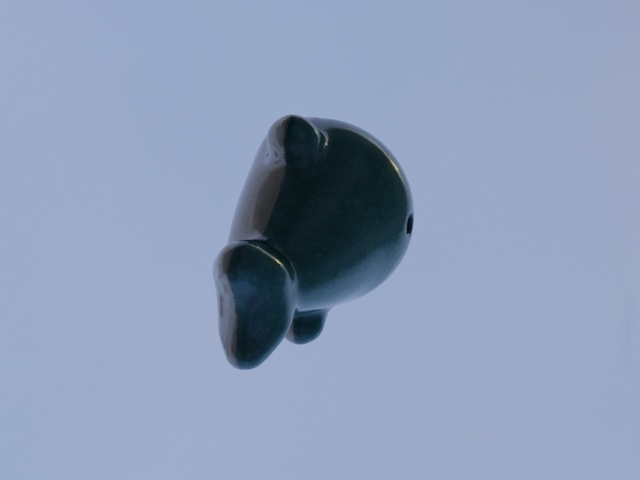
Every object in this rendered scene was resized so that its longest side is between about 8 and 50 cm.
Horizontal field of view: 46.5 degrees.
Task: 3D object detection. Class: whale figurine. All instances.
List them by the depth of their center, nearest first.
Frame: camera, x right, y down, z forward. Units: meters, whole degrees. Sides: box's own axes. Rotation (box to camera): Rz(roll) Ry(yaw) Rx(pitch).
[{"bbox_3d":[0.000,0.000,0.637,0.141,0.216,0.272,6,-154,14],"label":"whale figurine"}]
